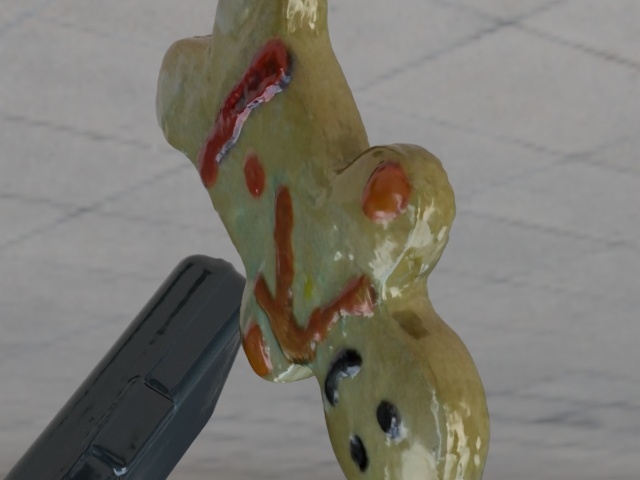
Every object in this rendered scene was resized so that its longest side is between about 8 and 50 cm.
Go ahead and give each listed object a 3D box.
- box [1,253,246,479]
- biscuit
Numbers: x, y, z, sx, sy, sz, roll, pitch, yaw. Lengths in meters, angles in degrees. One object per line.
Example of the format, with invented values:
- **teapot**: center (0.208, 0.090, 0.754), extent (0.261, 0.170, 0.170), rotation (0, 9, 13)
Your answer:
- **box**: center (-0.118, 0.124, 0.855), extent (0.050, 0.230, 0.160), rotation (33, 144, 6)
- **biscuit**: center (0.000, 0.000, 0.638), extent (0.030, 0.234, 0.153), rotation (-12, 160, -30)
